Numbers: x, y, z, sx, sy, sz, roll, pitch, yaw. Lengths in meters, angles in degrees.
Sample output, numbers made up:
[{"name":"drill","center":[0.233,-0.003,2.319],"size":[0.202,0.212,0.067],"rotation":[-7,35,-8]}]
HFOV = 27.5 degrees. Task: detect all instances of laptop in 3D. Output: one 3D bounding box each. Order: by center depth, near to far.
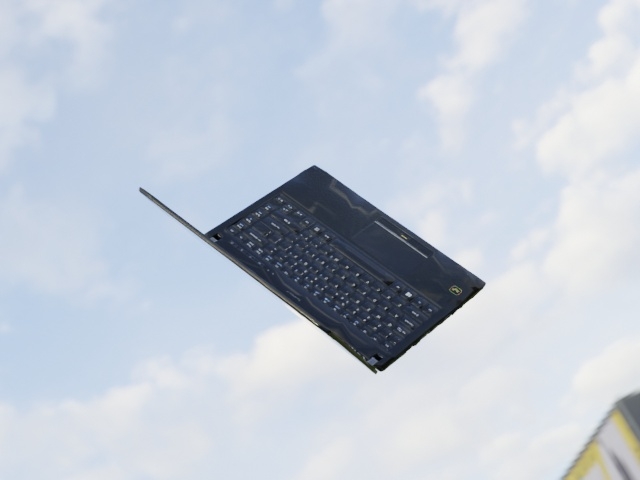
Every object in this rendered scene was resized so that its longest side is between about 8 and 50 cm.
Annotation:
[{"name":"laptop","center":[0.000,0.000,1.213],"size":[0.264,0.234,0.136],"rotation":[-34,-30,-36]}]
